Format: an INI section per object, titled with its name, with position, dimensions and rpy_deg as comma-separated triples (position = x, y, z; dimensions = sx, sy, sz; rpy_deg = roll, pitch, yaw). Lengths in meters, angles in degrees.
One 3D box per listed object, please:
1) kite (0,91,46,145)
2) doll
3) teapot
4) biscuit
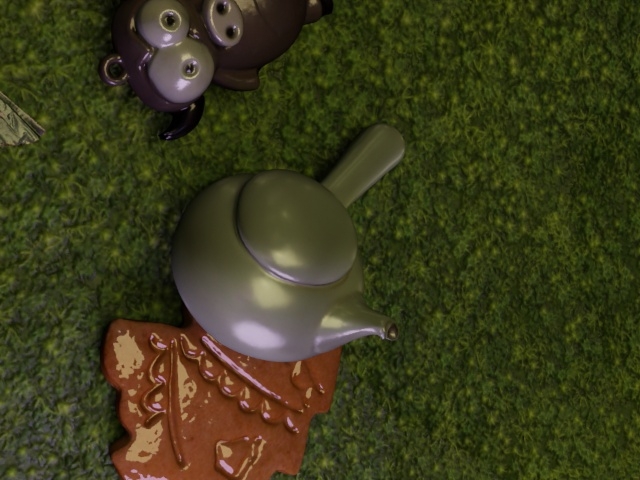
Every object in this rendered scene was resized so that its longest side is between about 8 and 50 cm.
[kite]
position = -0.369, -0.081, 1.174
dimensions = 0.229, 0.012, 0.250
rpy_deg = -14, 99, -25
[doll]
position = -0.108, -0.219, 1.259
dimensions = 0.257, 0.117, 0.182
rpy_deg = -32, 111, -27
[teapot]
position = -0.031, -0.021, 1.293
dimensions = 0.220, 0.149, 0.318
rpy_deg = 26, 42, -20
[biscuit]
position = -0.088, 0.157, 1.321
dimensions = 0.306, 0.043, 0.284
rpy_deg = -38, 108, -23
